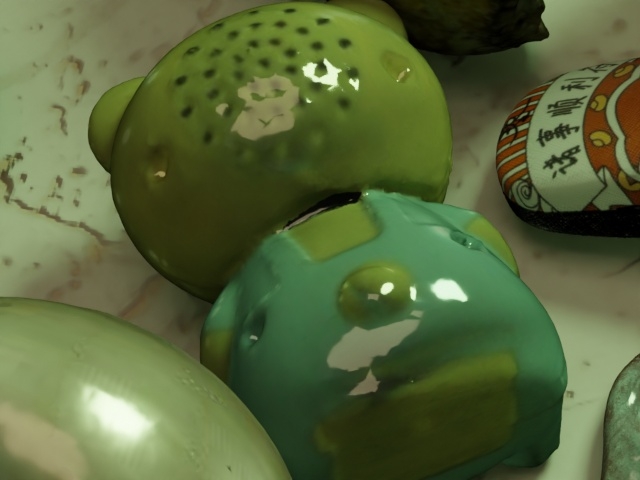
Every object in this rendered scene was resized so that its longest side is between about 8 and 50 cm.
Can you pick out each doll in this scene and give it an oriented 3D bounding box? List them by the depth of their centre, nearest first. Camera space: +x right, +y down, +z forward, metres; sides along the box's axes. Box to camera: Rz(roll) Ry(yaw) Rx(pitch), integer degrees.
[{"bbox_3d":[0.000,0.000,0.937,0.177,0.161,0.261,-22,60,-5],"label":"doll"}]

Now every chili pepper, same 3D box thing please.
[{"bbox_3d":[0.160,0.112,0.915,0.050,0.041,0.153,27,55,-25],"label":"chili pepper"}]

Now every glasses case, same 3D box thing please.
[{"bbox_3d":[0.220,-0.052,0.967,0.266,0.067,0.103,-3,41,23],"label":"glasses case"}]

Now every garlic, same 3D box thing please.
[{"bbox_3d":[-0.171,0.129,0.819,0.340,0.246,0.231,19,71,19],"label":"garlic"}]

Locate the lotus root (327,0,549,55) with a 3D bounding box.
[{"bbox_3d":[0.010,-0.241,1.029,0.142,0.210,0.314,-23,72,2],"label":"lotus root"}]
